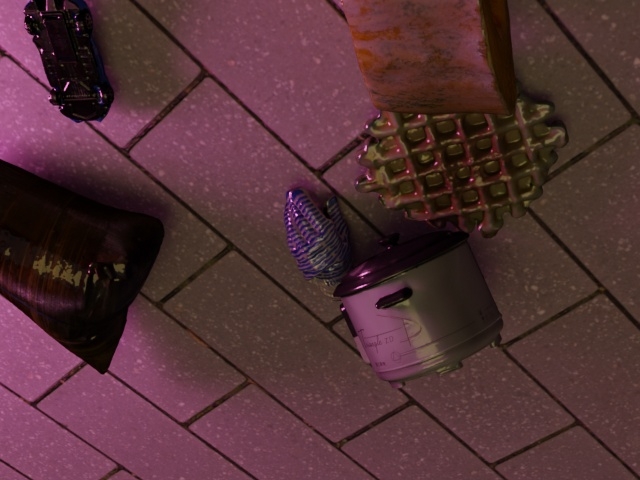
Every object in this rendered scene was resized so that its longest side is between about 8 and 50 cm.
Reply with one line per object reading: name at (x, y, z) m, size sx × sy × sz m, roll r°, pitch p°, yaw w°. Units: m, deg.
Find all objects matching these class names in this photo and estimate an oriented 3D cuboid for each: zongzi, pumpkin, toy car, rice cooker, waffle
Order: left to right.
zongzi at (-0.521, 0.062, 1.448) m, size 0.404 × 0.207 × 0.432 m, roll 25°, pitch 136°, yaw -3°
toy car at (-0.383, -0.282, 1.253) m, size 0.103 × 0.063 × 0.216 m, roll 0°, pitch 130°, yaw 9°
rice cooker at (0.155, 0.096, 1.310) m, size 0.241 × 0.280 × 0.226 m, roll -24°, pitch 90°, yaw 22°
pumpkin at (0.131, -0.305, 1.025) m, size 0.199 × 0.332 × 0.332 m, roll -10°, pitch 123°, yaw 22°
waffle at (0.218, -0.140, 1.271) m, size 0.309 × 0.056 × 0.291 m, roll 21°, pitch 125°, yaw -8°

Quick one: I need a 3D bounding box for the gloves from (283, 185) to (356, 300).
gloves at (0.003, 0.004, 1.388) m, size 0.119 × 0.097 × 0.229 m, roll -33°, pitch 113°, yaw -7°
